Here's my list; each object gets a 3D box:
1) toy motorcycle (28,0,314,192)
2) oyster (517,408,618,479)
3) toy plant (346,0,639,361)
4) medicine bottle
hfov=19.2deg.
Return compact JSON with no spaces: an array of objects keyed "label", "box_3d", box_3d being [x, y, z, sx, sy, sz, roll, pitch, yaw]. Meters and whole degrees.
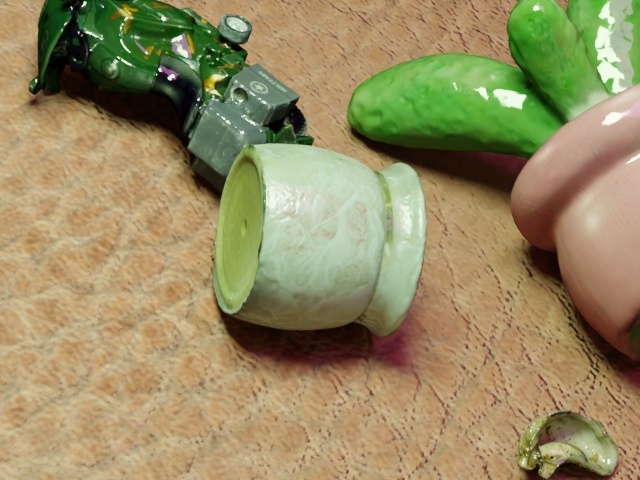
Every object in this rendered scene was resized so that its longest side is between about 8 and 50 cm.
[{"label":"toy motorcycle","box_3d":[-0.138,-0.145,1.624,0.275,0.124,0.187,37,35,16]},{"label":"oyster","box_3d":[0.192,0.172,1.501,0.083,0.038,0.080,42,50,-15]},{"label":"toy plant","box_3d":[0.226,-0.071,1.631,0.317,0.210,0.356,-31,70,3]},{"label":"medicine bottle","box_3d":[0.000,0.000,1.505,0.143,0.147,0.147,7,43,-20]}]
